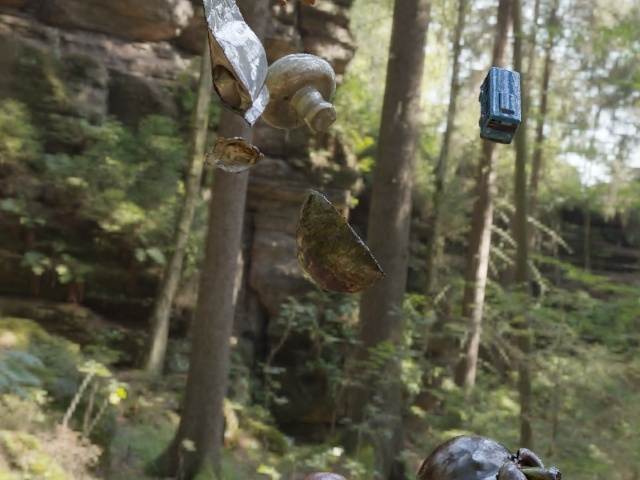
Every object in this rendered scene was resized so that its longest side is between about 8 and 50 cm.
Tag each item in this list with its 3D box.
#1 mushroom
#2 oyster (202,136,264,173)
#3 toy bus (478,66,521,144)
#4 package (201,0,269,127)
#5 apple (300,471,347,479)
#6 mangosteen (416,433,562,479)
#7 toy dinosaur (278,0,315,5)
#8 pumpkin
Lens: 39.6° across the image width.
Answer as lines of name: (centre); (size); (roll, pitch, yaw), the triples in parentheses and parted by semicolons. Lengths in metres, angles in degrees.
mushroom: (-0.051, -0.389, 2.462); (0.243, 0.244, 0.243); (7, -2, 0)
oyster: (-0.219, -0.223, 2.282); (0.148, 0.103, 0.051); (17, 29, -21)
toy bus: (0.460, -0.346, 2.280); (0.090, 0.185, 0.106); (11, -35, -7)
package: (-0.160, -0.349, 1.650); (0.062, 0.251, 0.204); (-13, 22, 15)
apple: (0.008, 0.616, 2.122); (0.153, 0.120, 0.153); (-2, -22, -1)
mangosteen: (0.348, 0.566, 1.941); (0.297, 0.297, 0.293); (7, -34, -8)
toy dinosaur: (-0.069, -0.456, 1.493); (0.142, 0.057, 0.212); (21, -8, -2)
pumpkin: (0.000, 0.000, 2.086); (0.312, 0.148, 0.169); (41, -11, 48)
